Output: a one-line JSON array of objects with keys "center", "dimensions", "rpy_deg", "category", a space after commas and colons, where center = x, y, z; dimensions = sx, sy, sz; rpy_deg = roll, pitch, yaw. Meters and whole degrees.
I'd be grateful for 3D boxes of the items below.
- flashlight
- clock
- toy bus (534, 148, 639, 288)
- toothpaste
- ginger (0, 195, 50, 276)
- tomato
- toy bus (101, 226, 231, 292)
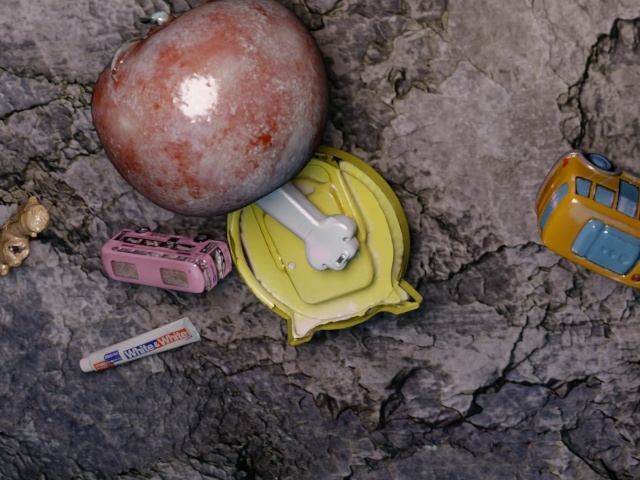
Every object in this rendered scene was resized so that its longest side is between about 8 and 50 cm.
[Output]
[{"center": [-0.031, -0.038, 1.802], "dimensions": [0.200, 0.047, 0.093], "rpy_deg": [41, 119, 6], "category": "flashlight"}, {"center": [0.001, -0.003, 1.871], "dimensions": [0.277, 0.071, 0.293], "rpy_deg": [-13, 106, 26], "category": "clock"}, {"center": [0.396, -0.018, 1.721], "dimensions": [0.210, 0.136, 0.126], "rpy_deg": [25, 123, -2], "category": "toy bus"}, {"center": [-0.298, 0.174, 2.084], "dimensions": [0.218, 0.033, 0.052], "rpy_deg": [-19, 118, 19], "category": "toothpaste"}, {"center": [-0.512, 0.024, 2.025], "dimensions": [0.288, 0.075, 0.089], "rpy_deg": [-39, 63, 32], "category": "ginger"}, {"center": [-0.143, -0.183, 1.659], "dimensions": [0.317, 0.316, 0.282], "rpy_deg": [-26, 103, 26], "category": "tomato"}, {"center": [-0.237, 0.030, 1.928], "dimensions": [0.203, 0.090, 0.063], "rpy_deg": [7, 122, 28], "category": "toy bus"}]
